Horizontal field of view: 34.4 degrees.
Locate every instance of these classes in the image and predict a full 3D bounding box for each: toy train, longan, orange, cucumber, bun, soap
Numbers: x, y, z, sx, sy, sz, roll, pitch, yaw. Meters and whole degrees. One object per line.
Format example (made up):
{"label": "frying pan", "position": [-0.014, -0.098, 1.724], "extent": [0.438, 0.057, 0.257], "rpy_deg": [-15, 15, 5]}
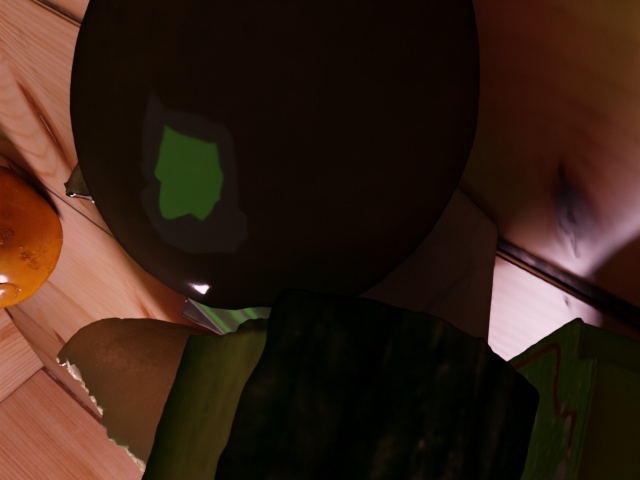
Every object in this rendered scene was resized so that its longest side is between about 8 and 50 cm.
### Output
{"label": "toy train", "position": [0.158, 0.188, 0.618], "extent": [0.173, 0.248, 0.307], "rpy_deg": [19, 158, -4]}
{"label": "longan", "position": [-0.023, -0.087, 0.543], "extent": [0.248, 0.248, 0.248], "rpy_deg": [40, 157, 20]}
{"label": "orange", "position": [-0.537, -0.006, 1.660], "extent": [0.240, 0.240, 0.240], "rpy_deg": [40, 157, 20]}
{"label": "cucumber", "position": [0.011, 0.111, 0.525], "extent": [0.191, 0.130, 0.191], "rpy_deg": [21, 158, 9]}
{"label": "bun", "position": [-0.195, 0.243, 1.463], "extent": [0.364, 0.202, 0.364], "rpy_deg": [47, 164, 17]}
{"label": "soap", "position": [0.000, 0.000, 0.700], "extent": [0.289, 0.173, 0.095], "rpy_deg": [45, 158, 8]}

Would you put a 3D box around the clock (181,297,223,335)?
{"label": "clock", "position": [-0.015, 0.073, 0.913], "extent": [0.145, 0.073, 0.193], "rpy_deg": [25, 176, -40]}

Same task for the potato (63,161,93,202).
{"label": "potato", "position": [-0.100, -0.054, 0.959], "extent": [0.261, 0.100, 0.120], "rpy_deg": [17, -174, 28]}
